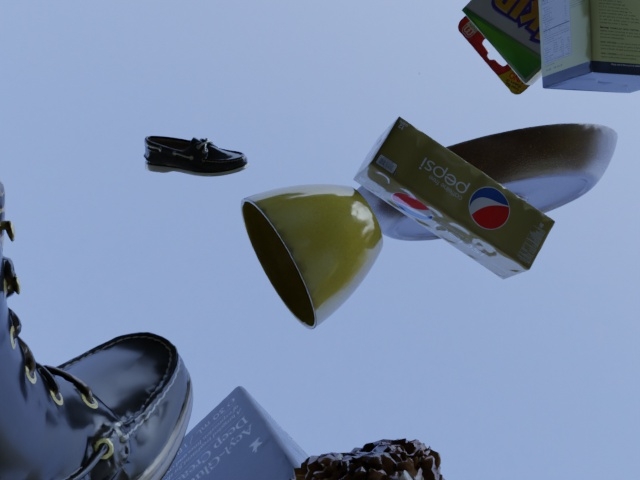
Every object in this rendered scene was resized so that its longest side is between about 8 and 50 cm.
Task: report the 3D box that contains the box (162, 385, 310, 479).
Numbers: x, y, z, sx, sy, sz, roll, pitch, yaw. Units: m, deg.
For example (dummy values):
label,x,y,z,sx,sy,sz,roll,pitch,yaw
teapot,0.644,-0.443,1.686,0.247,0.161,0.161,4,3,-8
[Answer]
label,x,y,z,sx,sy,sz,roll,pitch,yaw
box,-0.089,0.399,1.118,0.293,0.395,0.212,-43,-67,-7

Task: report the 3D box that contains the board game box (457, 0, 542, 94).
label,x,y,z,sx,sy,sz,roll,pitch,yaw
board game box,0.279,-0.297,1.098,0.259,0.039,0.124,-45,-106,28

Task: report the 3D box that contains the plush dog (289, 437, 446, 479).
label,x,y,z,sx,sy,sz,roll,pitch,yaw
plush dog,0.044,0.196,0.344,0.210,0.262,0.225,-14,-65,2

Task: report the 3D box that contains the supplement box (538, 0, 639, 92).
label,x,y,z,sx,sy,sz,roll,pitch,yaw
supplement box,0.206,-0.153,0.679,0.083,0.056,0.083,-1,-92,-25

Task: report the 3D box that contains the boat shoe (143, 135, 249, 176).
label,x,y,z,sx,sy,sz,roll,pitch,yaw
boat shoe,-0.136,-0.094,1.033,0.125,0.046,0.038,6,-67,25

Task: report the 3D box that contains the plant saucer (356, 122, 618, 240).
label,x,y,z,sx,sy,sz,roll,pitch,yaw
plant saucer,0.189,-0.055,1.089,0.310,0.310,0.050,-15,-102,8

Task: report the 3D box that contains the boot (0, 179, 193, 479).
label,x,y,z,sx,sy,sz,roll,pitch,yaw
boot,-0.228,0.088,0.680,0.138,0.377,0.284,13,-61,28

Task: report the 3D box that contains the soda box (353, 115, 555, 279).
label,x,y,z,sx,sy,sz,roll,pitch,yaw
soda box,0.126,-0.038,0.905,0.181,0.061,0.058,34,-107,-5

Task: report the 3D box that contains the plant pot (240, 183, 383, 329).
label,x,y,z,sx,sy,sz,roll,pitch,yaw
plant pot,0.000,0.000,0.877,0.095,0.134,0.134,-29,-84,-15
